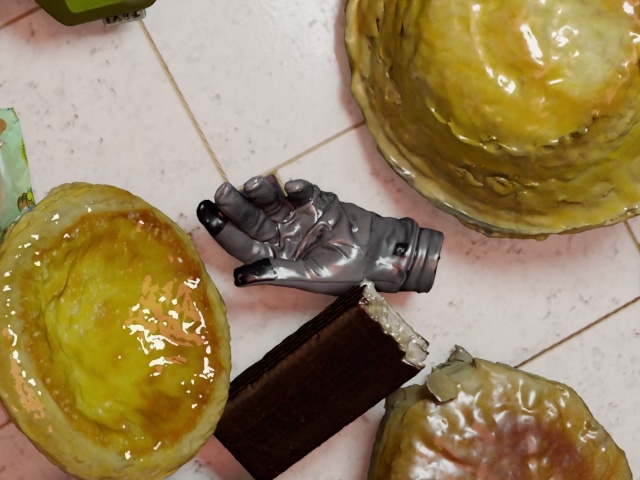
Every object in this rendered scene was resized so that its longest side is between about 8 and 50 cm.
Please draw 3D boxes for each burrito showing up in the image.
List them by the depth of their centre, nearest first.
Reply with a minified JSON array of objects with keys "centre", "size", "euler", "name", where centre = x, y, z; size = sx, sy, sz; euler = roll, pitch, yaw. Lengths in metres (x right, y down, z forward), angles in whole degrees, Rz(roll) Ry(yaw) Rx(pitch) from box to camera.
[{"centre":[-0.320,-0.017,1.545],"size":[0.104,0.054,0.287],"euler":[-11,91,-9],"name":"burrito"}]

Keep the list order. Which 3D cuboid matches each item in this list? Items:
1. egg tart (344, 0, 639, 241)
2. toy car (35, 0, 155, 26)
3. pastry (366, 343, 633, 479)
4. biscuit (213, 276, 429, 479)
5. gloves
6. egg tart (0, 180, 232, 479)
[{"centre":[0.219,-0.213,1.484],"size":[0.443,0.178,0.443],"euler":[1,93,18],"name":"egg tart"},{"centre":[-0.224,-0.319,1.489],"size":[0.248,0.204,0.198],"euler":[-13,116,10],"name":"toy car"},{"centre":[0.198,0.280,1.563],"size":[0.330,0.136,0.329],"euler":[1,85,-13],"name":"pastry"},{"centre":[-0.003,0.149,1.534],"size":[0.252,0.070,0.106],"euler":[-39,100,19],"name":"biscuit"},{"centre":[0.001,0.005,1.553],"size":[0.286,0.119,0.142],"euler":[20,63,-22],"name":"gloves"},{"centre":[-0.230,0.099,1.477],"size":[0.319,0.128,0.318],"euler":[16,65,-39],"name":"egg tart"}]
